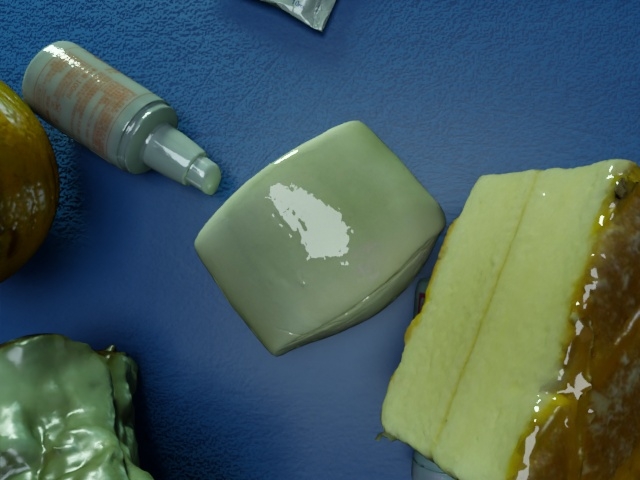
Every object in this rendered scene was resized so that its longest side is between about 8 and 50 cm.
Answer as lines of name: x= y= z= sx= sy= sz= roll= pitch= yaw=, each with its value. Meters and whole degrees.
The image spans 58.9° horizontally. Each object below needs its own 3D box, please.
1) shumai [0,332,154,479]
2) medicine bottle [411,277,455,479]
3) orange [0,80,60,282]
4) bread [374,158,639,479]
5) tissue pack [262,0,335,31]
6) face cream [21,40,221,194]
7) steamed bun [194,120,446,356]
shumai: x=-0.271 y=0.271 z=0.581 sx=0.323 sy=0.398 sz=0.324 roll=-14 pitch=52 yaw=-13
medicine bottle: x=0.141 y=0.152 z=0.616 sx=0.090 sy=0.090 sz=0.217 roll=5 pitch=87 yaw=8
orange: x=-0.428 y=-0.078 z=0.627 sx=0.274 sy=0.274 sz=0.310 roll=-53 pitch=41 yaw=1
bread: x=0.239 y=0.110 z=0.496 sx=0.279 sy=0.207 sz=0.279 roll=24 pitch=80 yaw=-20
tissue pack: x=-0.058 y=-0.351 z=0.711 sx=0.193 sy=0.026 sz=0.123 roll=25 pitch=89 yaw=8
face cream: x=-0.227 y=-0.136 z=0.681 sx=0.251 sy=0.101 sz=0.101 roll=32 pitch=90 yaw=8
steamed bun: x=0.000 y=0.000 z=0.613 sx=0.250 sy=0.155 sz=0.200 roll=-38 pitch=82 yaw=6
